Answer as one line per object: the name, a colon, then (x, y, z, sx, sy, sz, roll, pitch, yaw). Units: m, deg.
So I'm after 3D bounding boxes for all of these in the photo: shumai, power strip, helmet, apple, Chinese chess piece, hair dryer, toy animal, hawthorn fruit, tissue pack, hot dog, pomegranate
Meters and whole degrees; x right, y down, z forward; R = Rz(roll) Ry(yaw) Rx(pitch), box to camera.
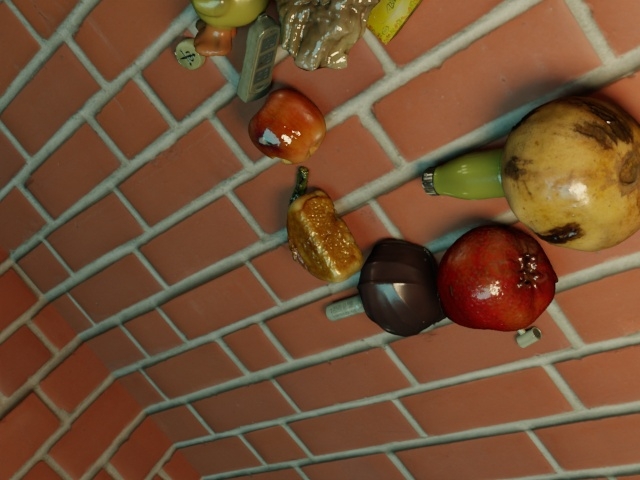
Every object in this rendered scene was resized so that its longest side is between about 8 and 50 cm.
shumai: (0.010, -0.521, 1.596, 0.346, 0.217, 0.283, 7, 123, 19)
power strip: (-0.149, -0.440, 1.859, 0.048, 0.080, 0.286, 48, 152, 15)
helmet: (0.214, 0.157, 2.064, 0.225, 0.177, 0.305, -11, 115, 37)
apple: (-0.080, -0.281, 1.924, 0.199, 0.199, 0.199, 18, 132, 22)
Chinese chess piece: (-0.345, -0.495, 2.030, 0.084, 0.034, 0.084, 17, 131, 21)
hair dryer: (0.520, 0.222, 2.009, 0.124, 0.038, 0.063, 50, 134, 1)
toy animal: (-0.203, -0.600, 1.746, 0.191, 0.216, 0.338, 6, 128, -4)
hawthorn fruit: (0.397, 0.095, 1.841, 0.265, 0.265, 0.307, 53, 153, -12)
tissue pack: (0.163, -0.521, 1.643, 0.095, 0.062, 0.176, 42, 137, -1)
hot dog: (0.000, 0.000, 2.083, 0.256, 0.150, 0.153, 60, 152, 4)
pomegranate: (0.518, -0.133, 1.533, 0.322, 0.322, 0.322, 18, 132, 22)

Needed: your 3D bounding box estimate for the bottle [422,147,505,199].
bottle: (0.361, -0.149, 1.765, 0.260, 0.112, 0.112, -4, 121, 37)

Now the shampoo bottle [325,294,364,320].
shampoo bottle: (0.100, 0.193, 2.252, 0.195, 0.056, 0.056, -21, 110, 43)

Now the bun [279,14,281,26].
bun: (-0.005, -0.486, 1.742, 0.173, 0.120, 0.173, 51, 160, 27)

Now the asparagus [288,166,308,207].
asparagus: (-0.062, -0.135, 2.124, 0.036, 0.030, 0.165, 14, 133, -7)
